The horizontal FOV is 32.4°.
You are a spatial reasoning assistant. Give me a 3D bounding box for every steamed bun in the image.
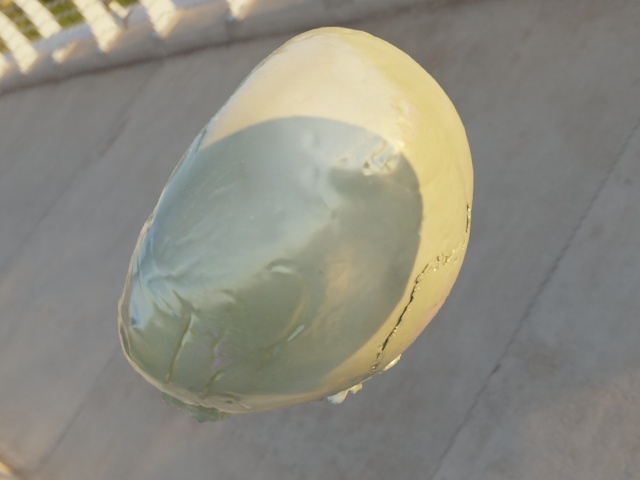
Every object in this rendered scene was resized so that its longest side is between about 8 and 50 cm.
[{"bbox_3d":[0.000,0.000,0.914,0.334,0.233,0.312,-57,-2,-22],"label":"steamed bun"}]
